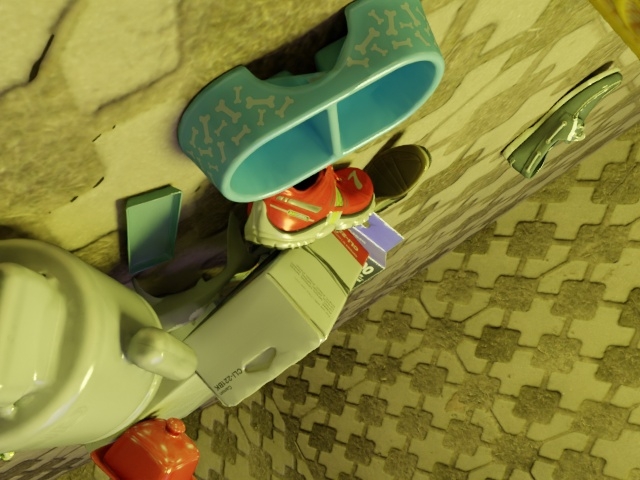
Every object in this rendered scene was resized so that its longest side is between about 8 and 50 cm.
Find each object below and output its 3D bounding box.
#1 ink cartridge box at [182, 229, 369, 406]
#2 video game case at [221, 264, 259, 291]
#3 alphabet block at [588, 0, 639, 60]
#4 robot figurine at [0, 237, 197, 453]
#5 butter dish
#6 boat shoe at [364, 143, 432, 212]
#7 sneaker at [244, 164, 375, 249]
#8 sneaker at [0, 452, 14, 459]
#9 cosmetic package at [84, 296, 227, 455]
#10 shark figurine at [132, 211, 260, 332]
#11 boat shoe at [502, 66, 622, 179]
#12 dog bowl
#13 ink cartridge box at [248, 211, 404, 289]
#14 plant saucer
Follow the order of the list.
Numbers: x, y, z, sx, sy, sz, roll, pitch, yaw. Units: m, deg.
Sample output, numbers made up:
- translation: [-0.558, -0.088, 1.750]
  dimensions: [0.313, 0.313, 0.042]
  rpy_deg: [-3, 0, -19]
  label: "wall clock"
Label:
- translation: [-0.057, 0.085, 0.759]
  dimensions: [0.197, 0.114, 0.273]
  rpy_deg: [-40, -174, 25]
  label: "ink cartridge box"
- translation: [-0.171, 0.070, 1.024]
  dimensions: [0.087, 0.011, 0.122]
  rpy_deg: [-14, 158, -46]
  label: "video game case"
- translation: [0.457, -0.327, 0.596]
  dimensions: [0.197, 0.193, 0.192]
  rpy_deg: [-36, 163, 19]
  label: "alphabet block"
- translation: [-0.296, 0.123, 0.569]
  dimensions: [0.299, 0.200, 0.353]
  rpy_deg: [4, 162, 4]
  label: "robot figurine"
- translation: [-0.273, 0.358, 0.878]
  dimensions: [0.118, 0.159, 0.160]
  rpy_deg: [-59, 161, 2]
  label: "butter dish"
- translation: [0.119, -0.104, 0.905]
  dimensions: [0.073, 0.080, 0.223]
  rpy_deg: [-26, 171, -39]
  label: "boat shoe"
- translation: [0.002, -0.075, 0.721]
  dimensions: [0.279, 0.107, 0.118]
  rpy_deg: [-32, 132, -55]
  label: "sneaker"
- translation: [-0.514, 0.274, 0.756]
  dimensions: [0.145, 0.147, 0.385]
  rpy_deg: [-28, 168, -16]
  label: "sneaker"
- translation: [-0.242, 0.248, 1.008]
  dimensions: [0.377, 0.097, 0.284]
  rpy_deg: [-39, 162, 15]
  label: "cosmetic package"
- translation: [-0.223, 0.077, 0.791]
  dimensions: [0.278, 0.116, 0.166]
  rpy_deg: [-32, -159, 35]
  label: "shark figurine"
- translation: [0.577, -0.266, 1.209]
  dimensions: [0.116, 0.099, 0.319]
  rpy_deg: [-17, 160, -42]
  label: "boat shoe"
- translation: [-0.001, -0.140, 0.547]
  dimensions: [0.297, 0.074, 0.166]
  rpy_deg: [-29, 165, -3]
  label: "dog bowl"
- translation: [0.016, 0.014, 0.927]
  dimensions: [0.208, 0.045, 0.206]
  rpy_deg: [-38, 126, 24]
  label: "ink cartridge box"
- translation: [-0.217, -0.010, 0.660]
  dimensions: [0.067, 0.018, 0.192]
  rpy_deg: [-23, 164, -28]
  label: "plant saucer"
